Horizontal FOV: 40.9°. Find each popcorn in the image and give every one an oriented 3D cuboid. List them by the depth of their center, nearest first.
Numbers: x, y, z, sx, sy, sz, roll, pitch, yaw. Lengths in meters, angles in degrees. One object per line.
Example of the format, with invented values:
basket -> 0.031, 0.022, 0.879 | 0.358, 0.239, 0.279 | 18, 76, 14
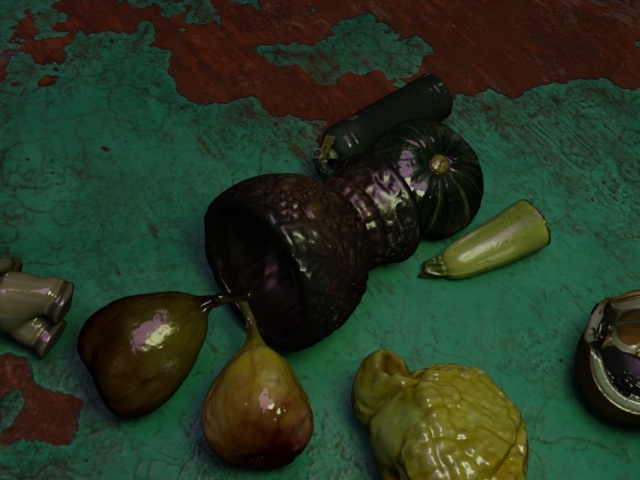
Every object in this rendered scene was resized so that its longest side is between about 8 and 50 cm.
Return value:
popcorn -> 0.181, 0.275, 1.189 | 0.225, 0.174, 0.286 | -3, 44, -24

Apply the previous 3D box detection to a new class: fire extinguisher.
fire extinguisher -> 0.100, -0.195, 1.537 | 0.311, 0.095, 0.114 | -31, 25, -22

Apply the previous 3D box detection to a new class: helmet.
helmet -> 0.472, 0.188, 1.285 | 0.198, 0.130, 0.224 | 37, 51, 15

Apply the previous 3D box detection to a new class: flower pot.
flower pot -> 0.000, 0.000, 1.320 | 0.267, 0.267, 0.266 | -27, 61, -33

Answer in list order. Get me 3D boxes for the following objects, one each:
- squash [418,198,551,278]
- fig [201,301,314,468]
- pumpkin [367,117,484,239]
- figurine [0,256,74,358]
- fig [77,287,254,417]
squash -> 0.264, 0.014, 1.429 | 0.224, 0.094, 0.094 | -24, 60, -9
fig -> -0.097, 0.194, 1.225 | 0.159, 0.159, 0.257 | -8, 60, -9
pumpkin -> 0.174, -0.101, 1.451 | 0.211, 0.152, 0.212 | 4, 67, -9
figurine -> -0.546, 0.026, 1.287 | 0.380, 0.248, 0.203 | 33, 54, 3
fig -> -0.219, 0.134, 1.230 | 0.274, 0.145, 0.170 | -31, 56, 5
